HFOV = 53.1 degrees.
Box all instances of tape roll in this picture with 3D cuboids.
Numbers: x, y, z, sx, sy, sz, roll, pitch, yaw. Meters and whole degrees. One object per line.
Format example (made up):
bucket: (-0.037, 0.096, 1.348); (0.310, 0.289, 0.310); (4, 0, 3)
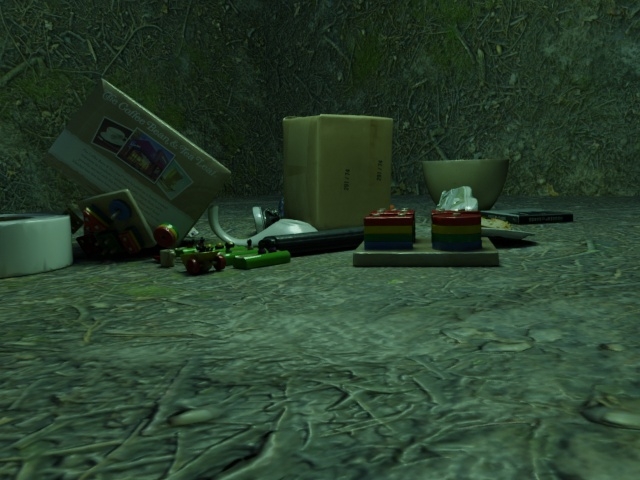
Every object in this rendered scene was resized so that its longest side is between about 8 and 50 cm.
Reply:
tape roll: (-0.630, 0.006, 1.235); (0.286, 0.100, 0.286); (-2, 7, 0)

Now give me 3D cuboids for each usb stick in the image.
usb stick: (0.000, 0.000, 1.366); (0.278, 0.045, 0.077); (-7, 8, -35)

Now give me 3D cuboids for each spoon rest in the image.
spoon rest: (-0.128, -0.016, 1.489); (0.276, 0.084, 0.137); (12, 9, 5)

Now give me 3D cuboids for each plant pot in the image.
plant pot: (0.484, -0.174, 2.141); (0.284, 0.191, 0.284); (-2, 6, 0)

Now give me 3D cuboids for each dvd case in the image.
dvd case: (0.621, -0.075, 1.952); (0.179, 0.029, 0.239); (-3, 6, -12)

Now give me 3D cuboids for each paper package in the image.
paper package: (0.052, -0.195, 1.853); (0.309, 0.324, 0.168); (-6, 8, -39)

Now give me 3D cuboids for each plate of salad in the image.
plate of salad: (0.375, -0.030, 1.426); (0.200, 0.048, 0.200); (4, -1, 0)

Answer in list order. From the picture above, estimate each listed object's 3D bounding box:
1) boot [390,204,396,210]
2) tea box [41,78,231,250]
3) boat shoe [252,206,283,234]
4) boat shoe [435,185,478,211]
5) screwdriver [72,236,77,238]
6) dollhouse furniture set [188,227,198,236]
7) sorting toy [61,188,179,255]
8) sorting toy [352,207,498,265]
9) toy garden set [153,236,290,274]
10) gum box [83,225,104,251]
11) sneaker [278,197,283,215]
boot: (0.196, -0.131, 2.310); (0.158, 0.084, 0.059); (0, 5, 2)
tea box: (-0.400, -0.164, 1.466); (0.329, 0.220, 0.323); (36, -3, -9)
boat shoe: (-0.138, -0.056, 1.758); (0.076, 0.080, 0.228); (-11, -1, 1)
boat shoe: (0.346, -0.078, 1.681); (0.103, 0.118, 0.320); (3, 14, 5)
screwdriver: (-0.699, -0.009, 1.735); (0.170, 0.024, 0.025); (6, 7, 20)
dollhouse furniture set: (-0.389, -0.011, 1.724); (0.114, 0.091, 0.081); (-32, 66, -32)
sorting toy: (-0.430, -0.026, 1.304); (0.275, 0.132, 0.046); (-8, 30, 26)
sorting toy: (0.204, -0.014, 1.243); (0.255, 0.089, 0.257); (0, 6, 10)
toy garden set: (-0.213, 0.019, 1.230); (0.244, 0.049, 0.204); (5, 9, 45)
gum box: (-0.489, -0.015, 1.543); (0.107, 0.062, 0.188); (-2, 7, -4)
sneaker: (-0.104, -0.107, 2.151); (0.083, 0.087, 0.221); (-1, 7, -5)
